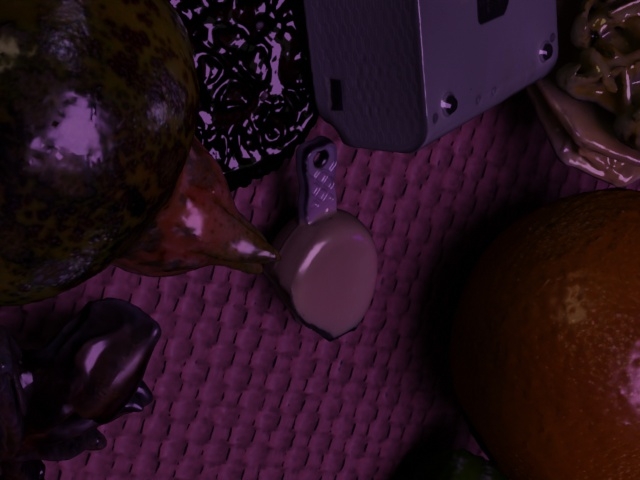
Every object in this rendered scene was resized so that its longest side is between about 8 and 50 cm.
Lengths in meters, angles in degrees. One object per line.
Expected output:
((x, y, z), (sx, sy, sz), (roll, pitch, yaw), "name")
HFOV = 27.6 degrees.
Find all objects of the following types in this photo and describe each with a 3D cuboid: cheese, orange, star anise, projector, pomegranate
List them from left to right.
((-0.202, 0.104, 0.815), (0.212, 0.283, 0.129), (-13, 77, -10), "star anise")
((-0.153, -0.064, 0.791), (0.276, 0.222, 0.204), (-2, 70, -48), "pomegranate")
((-0.005, 0.005, 0.994), (0.092, 0.047, 0.171), (-43, 137, -21), "cheese")
((0.084, -0.211, 0.938), (0.198, 0.108, 0.250), (-31, 121, -47), "projector")
((0.242, 0.096, 1.078), (0.274, 0.274, 0.274), (-11, 110, -32), "orange")

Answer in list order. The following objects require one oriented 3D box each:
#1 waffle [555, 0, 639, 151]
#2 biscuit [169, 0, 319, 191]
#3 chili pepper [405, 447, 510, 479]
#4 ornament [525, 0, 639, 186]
((0.352, -0.184, 1.023), (0.073, 0.297, 0.317), (77, 35, -69), "waffle")
((-0.076, -0.121, 0.919), (0.194, 0.053, 0.195), (-12, 111, -32), "biscuit")
((0.069, 0.374, 1.108), (0.167, 0.213, 0.385), (18, 70, 5), "chili pepper")
((0.218, -0.157, 1.078), (0.180, 0.059, 0.201), (22, 63, -5), "ornament")
